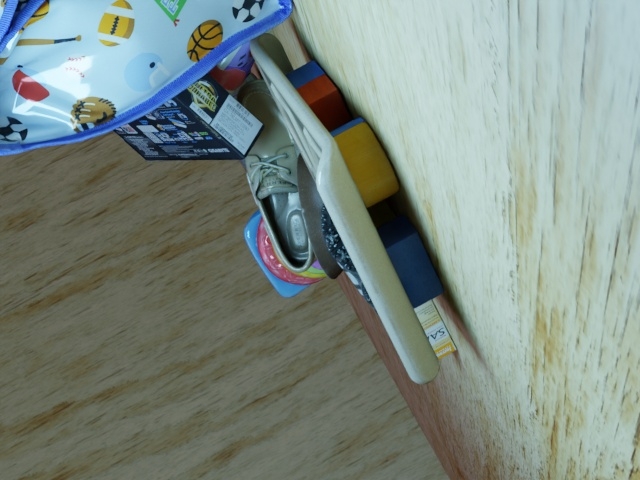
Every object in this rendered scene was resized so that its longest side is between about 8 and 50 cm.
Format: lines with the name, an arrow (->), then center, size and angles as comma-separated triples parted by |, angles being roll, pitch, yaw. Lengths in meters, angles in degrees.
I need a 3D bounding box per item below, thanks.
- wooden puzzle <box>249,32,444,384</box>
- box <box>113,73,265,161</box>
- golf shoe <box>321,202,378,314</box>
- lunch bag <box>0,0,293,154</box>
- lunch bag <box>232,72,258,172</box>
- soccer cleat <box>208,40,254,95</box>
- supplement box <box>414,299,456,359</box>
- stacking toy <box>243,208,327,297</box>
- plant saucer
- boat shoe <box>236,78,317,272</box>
wooden puzzle -> 0.043, -0.052, 1.522 | 0.348, 0.080, 0.322 | -114, -2, -56
box -> -0.272, -0.229, 1.984 | 0.293, 0.073, 0.295 | 43, 158, -30
golf shoe -> 0.058, 0.025, 1.937 | 0.198, 0.077, 0.094 | 62, 178, 1
lunch bag -> -0.290, -0.266, 1.467 | 0.328, 0.385, 0.239 | 32, 157, 49
lunch bag -> -0.099, -0.170, 2.541 | 0.224, 0.108, 0.279 | 55, 175, 39
soccer cleat -> -0.136, -0.311, 2.113 | 0.108, 0.116, 0.318 | 38, -160, -11
supplement box -> 0.123, 0.109, 1.716 | 0.098, 0.062, 0.036 | 61, 176, -15
stacking toy -> 0.000, 0.000, 2.246 | 0.166, 0.175, 0.302 | 59, 166, -11
plant saucer -> 0.013, -0.042, 2.008 | 0.198, 0.036, 0.199 | -13, -90, -76
boat shoe -> -0.061, -0.099, 2.063 | 0.098, 0.109, 0.302 | -57, -46, -73
